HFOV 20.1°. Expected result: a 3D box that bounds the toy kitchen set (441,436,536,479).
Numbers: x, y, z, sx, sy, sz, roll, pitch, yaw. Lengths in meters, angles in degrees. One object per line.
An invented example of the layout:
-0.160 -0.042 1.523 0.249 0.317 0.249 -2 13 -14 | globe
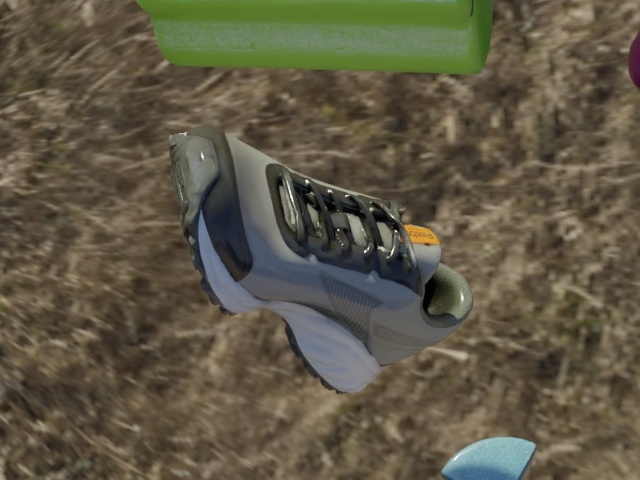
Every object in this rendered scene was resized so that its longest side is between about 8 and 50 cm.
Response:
0.108 0.217 0.961 0.166 0.122 0.207 26 71 13 | toy kitchen set

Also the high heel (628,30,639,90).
0.279 -0.143 0.671 0.181 0.377 0.127 56 32 -41 | high heel

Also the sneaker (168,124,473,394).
0.000 0.000 1.025 0.108 0.271 0.100 -23 60 18 | sneaker

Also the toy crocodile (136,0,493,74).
-0.002 -0.197 0.303 0.115 0.105 0.341 -2 101 15 | toy crocodile
